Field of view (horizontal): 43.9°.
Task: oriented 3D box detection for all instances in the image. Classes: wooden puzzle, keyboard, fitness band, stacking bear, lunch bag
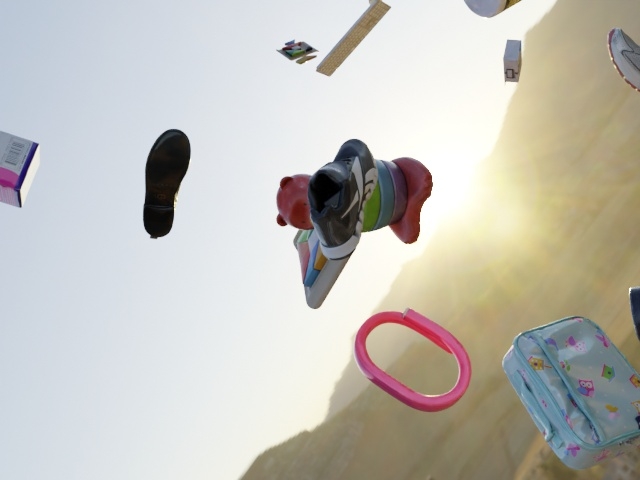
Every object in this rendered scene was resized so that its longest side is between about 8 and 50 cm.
[{"bbox_3d":[0.000,0.000,1.780,0.221,0.044,0.239,-60,28,30],"label":"wooden puzzle"},{"bbox_3d":[0.088,-0.543,2.142,0.256,0.014,0.072,-45,-31,24],"label":"keyboard"},{"bbox_3d":[0.218,0.279,1.887,0.209,0.290,0.054,-50,-17,-30],"label":"fitness band"},{"bbox_3d":[-0.048,-0.398,1.658,0.078,0.116,0.014,-25,-51,-25],"label":"wooden puzzle"},{"bbox_3d":[0.050,-0.084,1.579,0.288,0.164,0.175,-6,-54,-26],"label":"stacking bear"},{"bbox_3d":[0.490,0.285,1.505,0.224,0.279,0.108,-10,-40,-25],"label":"lunch bag"}]

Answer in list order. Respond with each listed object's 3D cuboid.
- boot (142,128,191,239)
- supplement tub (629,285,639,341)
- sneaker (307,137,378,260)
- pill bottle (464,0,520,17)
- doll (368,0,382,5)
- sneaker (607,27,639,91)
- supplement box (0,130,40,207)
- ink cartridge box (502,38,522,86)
[{"bbox_3d":[-0.363,-0.124,1.816,0.229,0.091,0.263,-155,79,-77],"label":"boot"},{"bbox_3d":[0.480,0.076,0.951,0.197,0.106,0.106,-12,13,27],"label":"supplement tub"},{"bbox_3d":[0.032,-0.089,1.221,0.106,0.078,0.234,58,-145,-42],"label":"sneaker"},{"bbox_3d":[0.398,-0.552,1.633,0.208,0.119,0.119,-34,-16,-22],"label":"pill bottle"},{"bbox_3d":[0.098,-0.697,2.106,0.129,0.189,0.046,-36,9,23],"label":"doll"},{"bbox_3d":[0.549,-0.273,1.251,0.093,0.225,0.088,-54,10,40],"label":"sneaker"},{"bbox_3d":[-0.692,-0.164,1.596,0.114,0.220,0.111,135,152,-64],"label":"supplement box"},{"bbox_3d":[0.357,-0.327,1.474,0.083,0.028,0.048,62,-140,-60],"label":"ink cartridge box"}]
